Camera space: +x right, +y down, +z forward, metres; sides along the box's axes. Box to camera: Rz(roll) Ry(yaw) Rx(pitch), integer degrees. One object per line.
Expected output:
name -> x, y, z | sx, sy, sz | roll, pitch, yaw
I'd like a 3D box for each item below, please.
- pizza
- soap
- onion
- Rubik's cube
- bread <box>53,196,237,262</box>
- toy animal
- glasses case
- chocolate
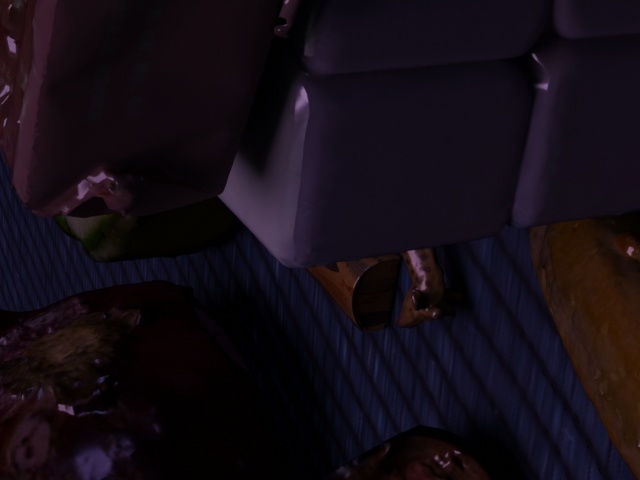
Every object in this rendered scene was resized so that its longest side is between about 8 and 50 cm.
pizza -> 0.185, 0.061, 0.694 | 0.086, 0.226, 0.335 | -38, 23, 15
soap -> -0.068, -0.153, 0.481 | 0.218, 0.098, 0.273 | 60, 145, 34
onion -> -0.195, 0.262, 1.299 | 0.398, 0.398, 0.420 | 43, 164, 49
Rubik's cube -> 0.065, -0.211, 0.654 | 0.322, 0.316, 0.318 | 42, 134, 48
bread -> -0.179, -0.168, 1.325 | 0.382, 0.129, 0.366 | 68, 150, 25
toy animal -> 0.029, -0.066, 1.035 | 0.275, 0.054, 0.149 | 50, 126, 31
glasses case -> 0.000, 0.000, 1.133 | 0.170, 0.041, 0.064 | 46, 138, 46
chocolate -> 0.070, 0.196, 0.972 | 0.124, 0.127, 0.133 | -36, 75, 41
